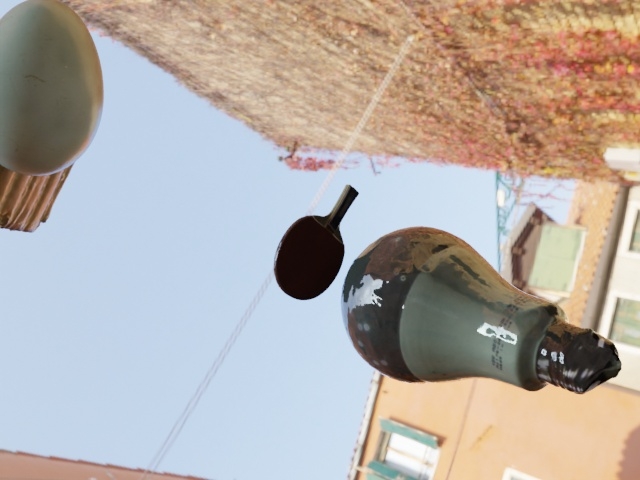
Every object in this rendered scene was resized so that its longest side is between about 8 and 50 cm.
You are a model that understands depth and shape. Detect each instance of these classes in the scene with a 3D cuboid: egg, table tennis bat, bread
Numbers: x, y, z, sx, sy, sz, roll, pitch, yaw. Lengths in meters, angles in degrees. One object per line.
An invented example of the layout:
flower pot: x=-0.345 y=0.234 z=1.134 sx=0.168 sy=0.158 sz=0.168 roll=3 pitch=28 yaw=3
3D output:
egg: x=-0.415 y=-0.227 z=0.951 sx=0.183 sy=0.183 sz=0.264 roll=14 pitch=-99 yaw=-52
table tennis bat: x=0.000 y=0.000 z=0.786 sx=0.095 sy=0.014 sz=0.158 roll=40 pitch=-106 yaw=-31
bread: x=-0.556 y=-0.131 z=1.155 sx=0.239 sy=0.111 sz=0.246 roll=35 pitch=-102 yaw=-85

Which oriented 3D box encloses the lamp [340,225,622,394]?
lamp: x=0.138 y=0.094 z=0.684 sx=0.182 sy=0.314 sz=0.182 roll=-7 pitch=-70 yaw=-20
